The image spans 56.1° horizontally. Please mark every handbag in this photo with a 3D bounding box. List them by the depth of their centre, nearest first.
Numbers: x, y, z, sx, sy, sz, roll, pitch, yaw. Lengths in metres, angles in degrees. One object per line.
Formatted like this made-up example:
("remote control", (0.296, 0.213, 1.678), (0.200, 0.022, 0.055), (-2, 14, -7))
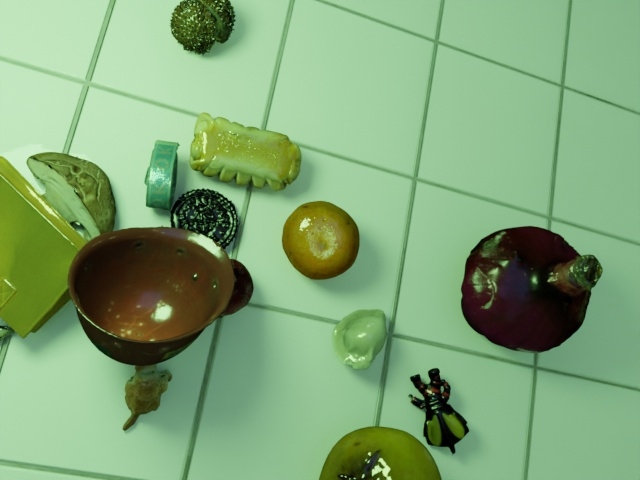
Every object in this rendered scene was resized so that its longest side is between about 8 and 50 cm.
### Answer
("handbag", (-0.758, 0.009, 1.447), (0.401, 0.133, 0.283), (45, 94, -1))

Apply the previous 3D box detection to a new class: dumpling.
("dumpling", (0.109, 0.268, 1.704), (0.155, 0.181, 0.111), (7, 115, 14))

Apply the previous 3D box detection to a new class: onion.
("onion", (-0.248, 0.116, 1.570), (0.160, 0.195, 0.159), (3, 74, -13))
("onion", (0.638, 0.139, 1.719), (0.399, 0.420, 0.397), (2, 86, -24))

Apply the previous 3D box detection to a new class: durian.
("durian", (-0.340, -0.632, 1.697), (0.167, 0.196, 0.196), (19, 70, 26))

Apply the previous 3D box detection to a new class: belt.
("belt", (-0.426, -0.165, 1.602), (0.082, 0.147, 0.162), (9, 48, -11))

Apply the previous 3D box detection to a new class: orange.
("orange", (0.000, 0.000, 1.683), (0.224, 0.170, 0.223), (0, 93, 0))

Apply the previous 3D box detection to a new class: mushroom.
("mushroom", (-0.613, -0.125, 1.556), (0.285, 0.156, 0.151), (52, 42, -2))

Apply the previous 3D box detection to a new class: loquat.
("loquat", (0.159, 0.654, 1.544), (0.329, 0.359, 0.328), (-13, 57, 20))

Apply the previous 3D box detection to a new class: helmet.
("helmet", (-0.407, 0.155, 1.427), (0.338, 0.230, 0.385), (38, 39, 14))

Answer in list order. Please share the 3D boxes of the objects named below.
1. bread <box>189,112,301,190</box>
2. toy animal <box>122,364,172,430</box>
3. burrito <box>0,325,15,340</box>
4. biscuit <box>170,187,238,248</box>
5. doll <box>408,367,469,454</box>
("bread", (-0.209, -0.235, 1.690), (0.312, 0.121, 0.172), (14, 79, -14))
("toy animal", (-0.436, 0.385, 1.465), (0.104, 0.185, 0.183), (28, 73, -12))
("burrito", (-0.822, 0.246, 1.452), (0.149, 0.041, 0.055), (-37, 105, -23))
("biscuit", (-0.320, -0.054, 1.657), (0.195, 0.053, 0.194), (3, 79, -17))
("doll", (0.339, 0.498, 1.731), (0.088, 0.127, 0.248), (-12, 84, -53))
